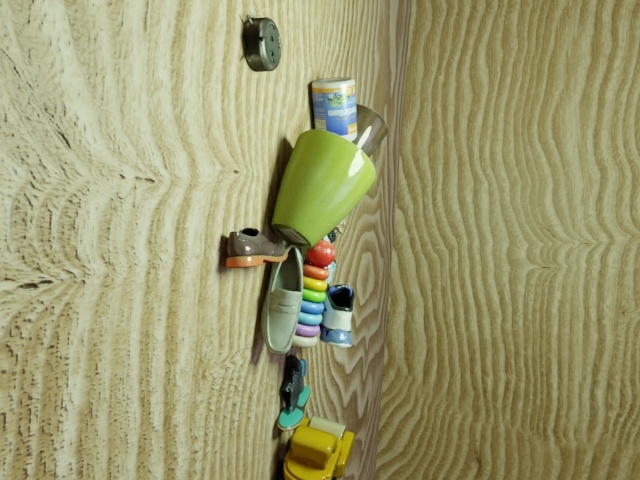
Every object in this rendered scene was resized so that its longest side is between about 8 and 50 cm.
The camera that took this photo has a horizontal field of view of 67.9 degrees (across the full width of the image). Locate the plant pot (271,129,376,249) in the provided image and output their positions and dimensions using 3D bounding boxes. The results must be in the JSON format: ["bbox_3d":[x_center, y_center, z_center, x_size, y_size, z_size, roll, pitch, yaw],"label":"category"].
[{"bbox_3d":[-0.019,-0.131,1.434,0.293,0.275,0.275,-60,153,-21],"label":"plant pot"}]

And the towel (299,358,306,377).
[{"bbox_3d":[-0.077,0.464,1.703,0.119,0.029,0.067,17,77,-71],"label":"towel"}]

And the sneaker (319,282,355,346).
[{"bbox_3d":[0.044,0.227,1.602,0.315,0.127,0.182,-159,-99,-72],"label":"sneaker"}]

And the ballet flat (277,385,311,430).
[{"bbox_3d":[-0.087,0.594,1.638,0.232,0.080,0.073,-41,148,-63],"label":"ballet flat"}]

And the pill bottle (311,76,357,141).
[{"bbox_3d":[0.053,-0.429,1.689,0.152,0.152,0.272,-54,144,-57],"label":"pill bottle"}]

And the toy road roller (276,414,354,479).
[{"bbox_3d":[-0.009,0.712,1.639,0.329,0.202,0.240,-53,152,-58],"label":"toy road roller"}]

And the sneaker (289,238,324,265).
[{"bbox_3d":[-0.063,0.053,1.562,0.088,0.093,0.225,11,101,-54],"label":"sneaker"}]

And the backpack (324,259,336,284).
[{"bbox_3d":[-0.008,0.110,1.719,0.084,0.105,0.114,43,51,-39],"label":"backpack"}]

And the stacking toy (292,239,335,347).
[{"bbox_3d":[-0.031,0.158,1.482,0.141,0.141,0.330,1,108,-72],"label":"stacking toy"}]

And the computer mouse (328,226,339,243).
[{"bbox_3d":[0.046,-0.130,1.886,0.188,0.072,0.272,23,85,-73],"label":"computer mouse"}]

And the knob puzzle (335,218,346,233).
[{"bbox_3d":[0.095,-0.142,2.079,0.213,0.030,0.213,4,90,-72],"label":"knob puzzle"}]

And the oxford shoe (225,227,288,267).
[{"bbox_3d":[-0.158,0.013,1.256,0.271,0.097,0.098,-9,95,-72],"label":"oxford shoe"}]

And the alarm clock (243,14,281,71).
[{"bbox_3d":[-0.139,-0.507,1.242,0.192,0.064,0.129,-34,127,-71],"label":"alarm clock"}]

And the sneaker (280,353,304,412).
[{"bbox_3d":[-0.099,0.478,1.595,0.089,0.051,0.170,-24,106,-54],"label":"sneaker"}]

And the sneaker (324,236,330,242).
[{"bbox_3d":[0.000,0.000,1.749,0.235,0.090,0.094,58,30,-63],"label":"sneaker"}]

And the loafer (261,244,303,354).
[{"bbox_3d":[-0.108,0.167,1.380,0.111,0.112,0.319,134,-40,-68],"label":"loafer"}]

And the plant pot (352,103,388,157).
[{"bbox_3d":[0.123,-0.380,1.880,0.230,0.215,0.215,-63,156,-16],"label":"plant pot"}]
